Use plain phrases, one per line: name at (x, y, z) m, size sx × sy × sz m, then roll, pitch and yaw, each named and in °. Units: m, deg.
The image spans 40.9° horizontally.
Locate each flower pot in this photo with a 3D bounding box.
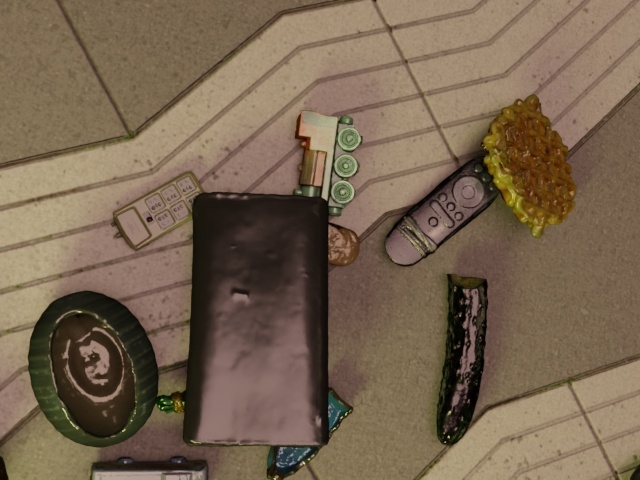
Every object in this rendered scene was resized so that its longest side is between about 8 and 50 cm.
flower pot at (-0.351, 0.199, 1.330) m, size 0.189 × 0.157 × 0.243 m, roll -16°, pitch 90°, yaw -15°

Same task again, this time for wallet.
wallet at (-0.099, 0.123, 1.374) m, size 0.228 × 0.062 × 0.406 m, roll 2°, pitch 76°, yaw -7°

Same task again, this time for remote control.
remote control at (0.221, -0.050, 1.538) m, size 0.266 × 0.066 × 0.090 m, roll -39°, pitch 83°, yaw -8°

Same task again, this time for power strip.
power strip at (-0.269, -0.046, 1.427) m, size 0.169 × 0.028 × 0.076 m, roll -32°, pitch 96°, yaw -13°

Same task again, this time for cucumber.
cucumber at (0.251, 0.212, 1.520) m, size 0.081 × 0.072 × 0.304 m, roll 4°, pitch 87°, yaw -4°

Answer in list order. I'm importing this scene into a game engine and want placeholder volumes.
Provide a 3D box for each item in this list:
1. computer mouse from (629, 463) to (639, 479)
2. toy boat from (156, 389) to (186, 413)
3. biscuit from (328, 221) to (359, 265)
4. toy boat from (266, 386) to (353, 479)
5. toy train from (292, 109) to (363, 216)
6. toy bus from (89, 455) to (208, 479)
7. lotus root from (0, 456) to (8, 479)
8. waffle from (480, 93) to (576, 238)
computer mouse at (0.730, 0.505, 1.605) m, size 0.373 × 0.114 × 0.203 m, roll 9°, pitch 88°, yaw -6°
toy boat at (-0.158, 0.222, 1.410) m, size 0.229 × 0.089 × 0.088 m, roll -39°, pitch 111°, yaw -11°
biscuit at (0.000, 0.000, 1.496) m, size 0.147 × 0.018 × 0.071 m, roll 16°, pitch 86°, yaw -14°
toy boat at (-0.026, 0.331, 1.443) m, size 0.185 × 0.077 × 0.075 m, roll -44°, pitch 99°, yaw -12°
toy train at (0.007, -0.132, 1.482) m, size 0.118 × 0.074 × 0.176 m, roll 9°, pitch 90°, yaw -4°
toy bus at (-0.274, 0.386, 1.381) m, size 0.190 × 0.075 × 0.064 m, roll 3°, pitch 86°, yaw -13°
lotus root at (-0.620, 0.356, 1.226) m, size 0.314 × 0.210 × 0.142 m, roll 1°, pitch 73°, yaw -31°
waffle at (0.383, -0.134, 1.536) m, size 0.243 × 0.058 × 0.238 m, roll -42°, pitch 106°, yaw -40°
